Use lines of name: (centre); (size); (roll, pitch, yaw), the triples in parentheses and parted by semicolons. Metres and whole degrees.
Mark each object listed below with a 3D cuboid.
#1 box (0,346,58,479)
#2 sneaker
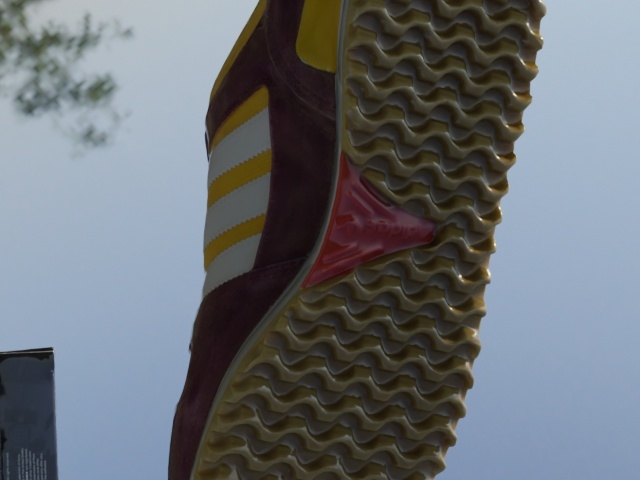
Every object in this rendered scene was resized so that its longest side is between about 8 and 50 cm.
box: (-0.156, 0.107, 0.610); (0.029, 0.116, 0.162); (-1, 174, -32)
sneaker: (0.000, 0.000, 0.364); (0.084, 0.069, 0.186); (29, -79, 63)
